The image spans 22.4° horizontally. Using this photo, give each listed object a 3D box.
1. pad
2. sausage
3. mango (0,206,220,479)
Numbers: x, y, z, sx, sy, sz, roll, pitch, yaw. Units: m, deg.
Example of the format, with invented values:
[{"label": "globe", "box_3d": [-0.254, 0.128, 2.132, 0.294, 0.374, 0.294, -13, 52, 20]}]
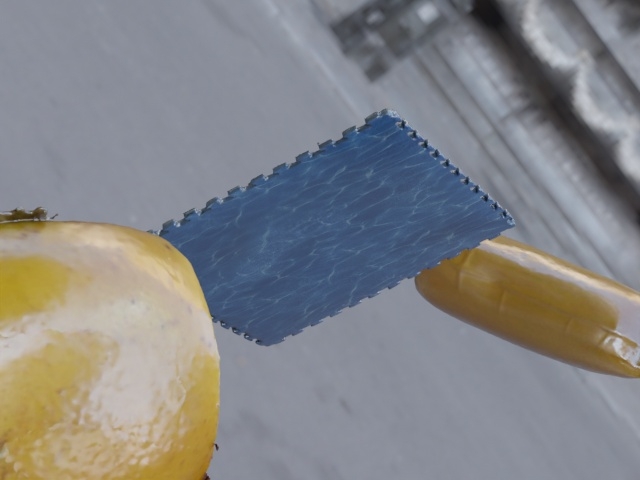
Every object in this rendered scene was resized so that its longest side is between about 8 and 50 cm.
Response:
[{"label": "pad", "box_3d": [0.000, 0.000, 1.323, 0.269, 0.270, 0.012, 32, 36, -55]}, {"label": "sausage", "box_3d": [0.252, 0.073, 1.671, 0.328, 0.112, 0.112, 22, 1, 21]}, {"label": "mango", "box_3d": [-0.178, 0.085, 0.733, 0.257, 0.187, 0.138, -13, 54, -27]}]
